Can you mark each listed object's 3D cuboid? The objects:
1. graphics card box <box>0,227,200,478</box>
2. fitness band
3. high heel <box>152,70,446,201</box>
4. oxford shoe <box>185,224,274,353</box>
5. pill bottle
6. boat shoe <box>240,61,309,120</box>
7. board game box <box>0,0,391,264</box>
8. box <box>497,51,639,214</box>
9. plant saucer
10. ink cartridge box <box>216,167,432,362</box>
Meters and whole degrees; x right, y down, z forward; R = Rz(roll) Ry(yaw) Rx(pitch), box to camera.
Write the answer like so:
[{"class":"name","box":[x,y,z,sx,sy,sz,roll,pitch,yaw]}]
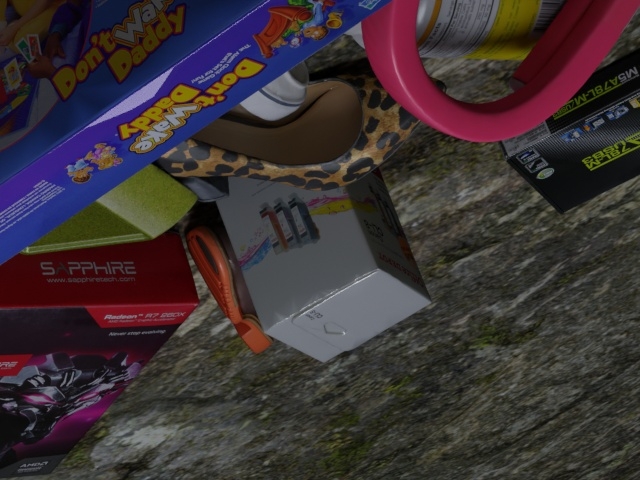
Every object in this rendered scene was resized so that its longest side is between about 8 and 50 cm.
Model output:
[{"class":"graphics card box","box":[-0.305,0.120,1.825,0.233,0.094,0.371,0,149,-37]},{"class":"fitness band","box":[0.151,-0.213,1.386,0.209,0.054,0.291,36,88,-36]},{"class":"high heel","box":[-0.032,-0.107,1.579,0.261,0.093,0.186,-19,158,13]},{"class":"oxford shoe","box":[-0.063,0.029,1.842,0.098,0.097,0.271,-30,163,-1]},{"class":"pill bottle","box":[0.096,-0.202,1.461,0.215,0.117,0.117,-2,149,-33]},{"class":"boat shoe","box":[-0.054,-0.172,1.436,0.084,0.095,0.258,-23,156,15]},{"class":"board game box","box":[-0.144,-0.169,1.216,0.347,0.233,0.078,-32,152,23]},{"class":"box","box":[0.291,-0.110,1.868,0.190,0.045,0.184,-27,151,15]},{"class":"plant saucer","box":[-0.226,-0.033,1.563,0.188,0.045,0.188,-7,161,22]},{"class":"ink cartridge box","box":[0.000,0.000,1.716,0.127,0.176,0.128,-29,153,17]}]
